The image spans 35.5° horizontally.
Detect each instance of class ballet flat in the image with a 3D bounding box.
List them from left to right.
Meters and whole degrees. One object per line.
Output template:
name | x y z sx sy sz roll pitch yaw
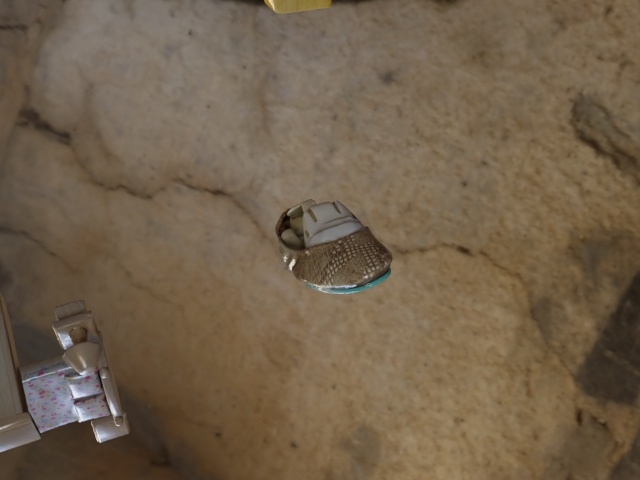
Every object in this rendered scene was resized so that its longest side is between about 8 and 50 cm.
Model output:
ballet flat | 0.000 0.000 0.833 0.206 0.073 0.067 7 -64 71

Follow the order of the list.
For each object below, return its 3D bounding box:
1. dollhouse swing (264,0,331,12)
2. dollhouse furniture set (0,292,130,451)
dollhouse swing | -0.200 -0.478 1.466 0.305 0.347 0.315 -33 153 -22
dollhouse furniture set | -0.373 0.231 1.129 0.355 0.303 0.174 90 -20 -54
